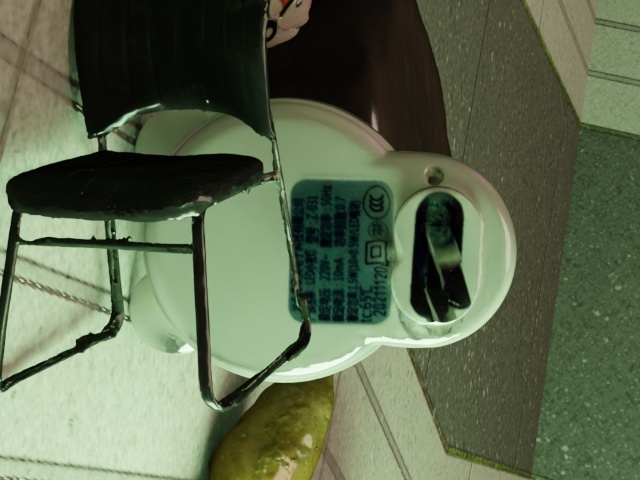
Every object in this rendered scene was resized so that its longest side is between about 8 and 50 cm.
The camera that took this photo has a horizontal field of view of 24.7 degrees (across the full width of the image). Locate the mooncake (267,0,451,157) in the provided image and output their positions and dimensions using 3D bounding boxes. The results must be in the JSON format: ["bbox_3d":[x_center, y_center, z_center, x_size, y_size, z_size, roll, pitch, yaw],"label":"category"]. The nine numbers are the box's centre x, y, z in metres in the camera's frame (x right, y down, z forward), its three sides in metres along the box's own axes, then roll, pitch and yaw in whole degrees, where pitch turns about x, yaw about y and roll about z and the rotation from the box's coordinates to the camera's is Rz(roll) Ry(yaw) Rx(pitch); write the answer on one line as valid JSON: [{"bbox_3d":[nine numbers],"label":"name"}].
[{"bbox_3d":[0.014,-0.065,1.113,0.283,0.141,0.283,-5,90,-75],"label":"mooncake"}]

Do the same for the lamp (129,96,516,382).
[{"bbox_3d":[0.001,0.000,0.928,0.108,0.246,0.180,-44,137,-77],"label":"lamp"}]

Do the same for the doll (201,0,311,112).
[{"bbox_3d":[-0.063,-0.188,0.924,0.149,0.095,0.192,-58,151,-22],"label":"doll"}]

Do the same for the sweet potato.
[{"bbox_3d":[-0.052,0.184,1.085,0.269,0.074,0.075,-59,149,-38],"label":"sweet potato"}]

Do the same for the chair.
[{"bbox_3d":[-0.094,-0.034,0.801,0.145,0.140,0.221,-30,120,-68],"label":"chair"}]
